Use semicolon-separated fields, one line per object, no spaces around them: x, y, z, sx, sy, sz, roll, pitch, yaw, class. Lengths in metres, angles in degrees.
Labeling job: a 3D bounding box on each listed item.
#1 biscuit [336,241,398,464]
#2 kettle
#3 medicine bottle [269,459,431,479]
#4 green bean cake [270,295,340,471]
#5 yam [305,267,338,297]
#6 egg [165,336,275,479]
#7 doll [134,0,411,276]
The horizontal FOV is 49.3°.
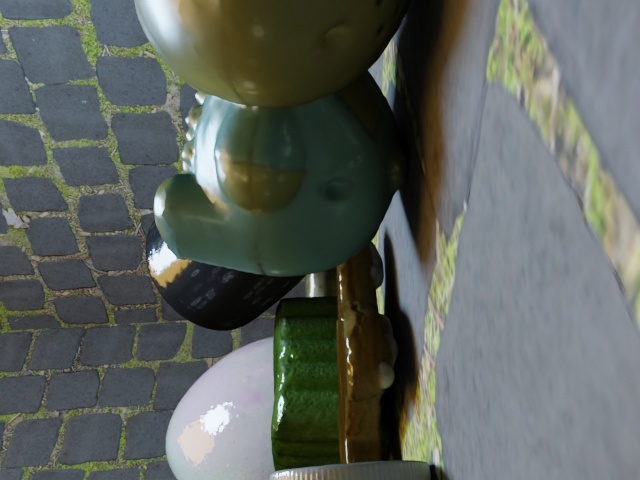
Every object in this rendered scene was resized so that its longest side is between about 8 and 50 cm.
0.038;0.136;0.630;0.197;0.049;0.302;-89;-1;-49;biscuit
-0.074;-0.051;0.966;0.290;0.207;0.268;-40;22;37;kettle
0.023;0.219;0.408;0.105;0.105;0.168;93;174;-69;medicine bottle
-0.008;0.226;1.012;0.248;0.124;0.222;93;176;-47;green bean cake
0.000;0.000;1.161;0.071;0.067;0.317;30;-123;-77;yam
-0.121;0.361;1.313;0.354;0.339;0.355;175;90;-87;egg
-0.024;-0.115;0.423;0.177;0.161;0.261;-64;-22;-46;doll
